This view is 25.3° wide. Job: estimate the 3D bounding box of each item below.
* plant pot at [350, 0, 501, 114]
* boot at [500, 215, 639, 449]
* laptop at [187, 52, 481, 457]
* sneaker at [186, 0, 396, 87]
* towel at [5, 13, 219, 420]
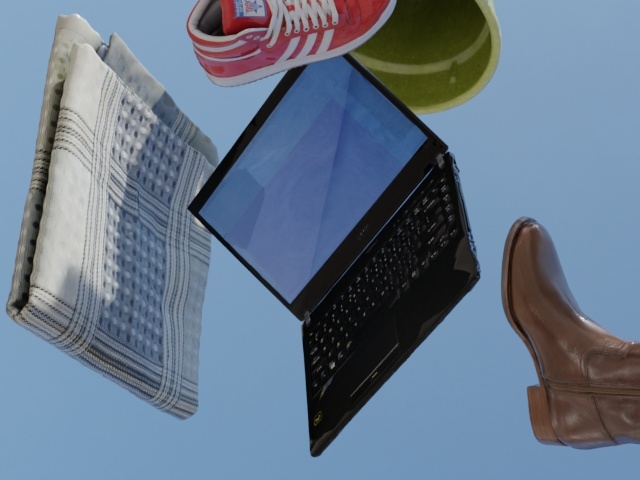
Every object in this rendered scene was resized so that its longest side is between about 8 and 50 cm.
[{"bbox_3d":[0.094,-0.327,1.624,0.276,0.276,0.254,-21,-140,44],"label":"plant pot"},{"bbox_3d":[0.133,0.038,0.585,0.114,0.037,0.106,-5,-78,46],"label":"boot"},{"bbox_3d":[0.000,0.000,1.216,0.234,0.136,0.264,-51,-154,30],"label":"laptop"},{"bbox_3d":[-0.017,-0.126,0.788,0.118,0.067,0.042,-23,-112,5],"label":"sneaker"},{"bbox_3d":[-0.178,-0.019,1.384,0.056,0.312,0.324,-8,-117,23],"label":"towel"}]
